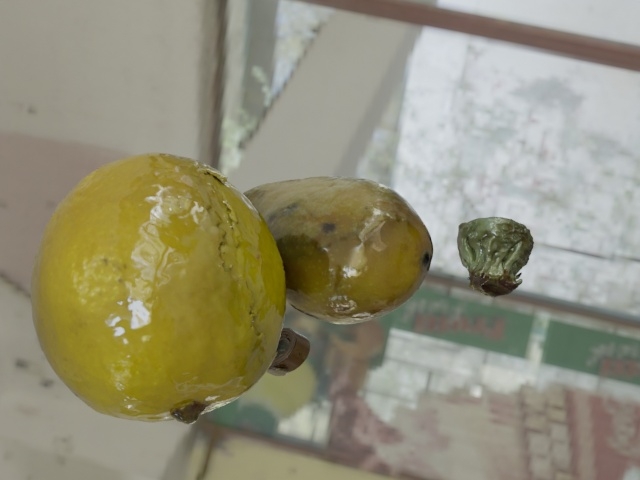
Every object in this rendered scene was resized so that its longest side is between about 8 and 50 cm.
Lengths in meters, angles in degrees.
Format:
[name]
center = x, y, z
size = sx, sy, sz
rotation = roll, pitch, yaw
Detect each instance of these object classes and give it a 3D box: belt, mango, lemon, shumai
[belt]
center = -0.052, 0.149, 1.938
size = 0.036, 0.083, 0.059
rotation = 30, -127, -38
[mango]
center = 0.007, 0.003, 1.775
size = 0.329, 0.176, 0.175
rotation = 19, 89, 67
[lemon]
center = -0.177, 0.052, 1.614
size = 0.297, 0.297, 0.297
rotation = 13, -90, -80
[shumai]
center = 0.220, 0.030, 1.875
size = 0.124, 0.099, 0.087
rotation = 83, -166, -65
